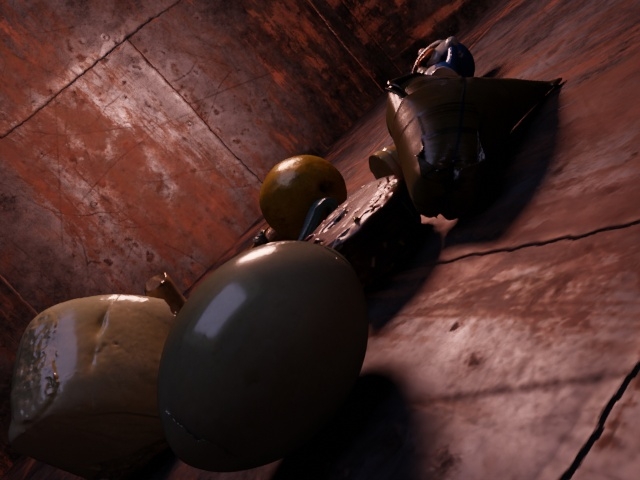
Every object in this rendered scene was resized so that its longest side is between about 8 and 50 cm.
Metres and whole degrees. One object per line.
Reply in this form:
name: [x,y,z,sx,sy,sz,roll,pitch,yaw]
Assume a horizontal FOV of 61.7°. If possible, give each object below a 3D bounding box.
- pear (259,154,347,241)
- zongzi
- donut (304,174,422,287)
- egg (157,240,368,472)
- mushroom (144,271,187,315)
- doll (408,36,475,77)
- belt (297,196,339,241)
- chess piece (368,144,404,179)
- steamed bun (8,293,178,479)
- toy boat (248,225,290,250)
pear: [-0.035,-0.102,1.246,0.209,0.209,0.209,-42,11,10]
zongzi: [0.249,-0.148,0.763,0.288,0.123,0.260,-5,45,-3]
donut: [0.058,-0.002,0.814,0.216,0.096,0.230,-47,11,-34]
egg: [-0.053,0.109,0.535,0.253,0.186,0.186,-52,13,-25]
mushroom: [-0.282,0.165,1.098,0.207,0.215,0.207,-32,16,10]
doll: [0.298,-0.402,1.344,0.257,0.161,0.215,-65,-2,-56]
belt: [-0.001,0.000,1.132,0.179,0.100,0.065,-60,14,-6]
chess piece: [0.201,-0.186,1.090,0.200,0.090,0.090,-34,8,-13]
steamed bun: [-0.352,0.223,0.912,0.272,0.273,0.290,-38,52,9]
toy boat: [-0.088,-0.043,1.532,0.310,0.089,0.115,-39,14,19]
